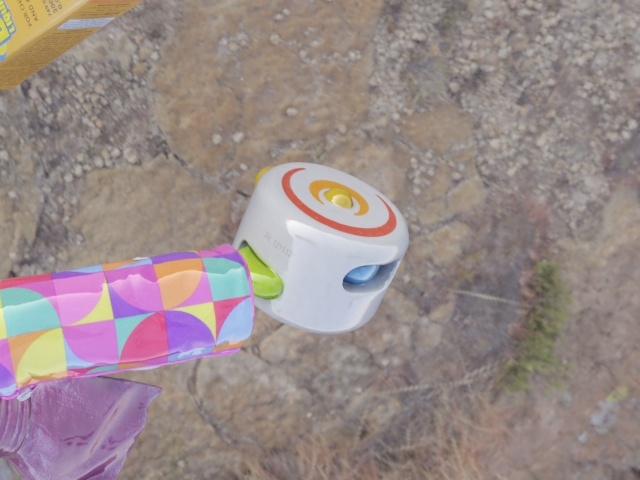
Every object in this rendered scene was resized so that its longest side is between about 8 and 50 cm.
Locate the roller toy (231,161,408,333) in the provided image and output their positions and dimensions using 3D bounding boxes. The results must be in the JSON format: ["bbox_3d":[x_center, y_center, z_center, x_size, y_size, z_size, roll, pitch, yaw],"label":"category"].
[{"bbox_3d":[0.000,0.000,1.114,0.191,0.209,0.146,20,118,-8],"label":"roller toy"}]

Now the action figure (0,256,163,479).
[{"bbox_3d":[-0.316,0.170,0.924,0.276,0.248,0.370,-41,155,22],"label":"action figure"}]

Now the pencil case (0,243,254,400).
[{"bbox_3d":[-0.173,0.068,0.793,0.236,0.104,0.104,-11,122,-18],"label":"pencil case"}]

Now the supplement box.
[{"bbox_3d":[-0.266,-0.218,0.889,0.080,0.233,0.078,-25,93,-54],"label":"supplement box"}]
